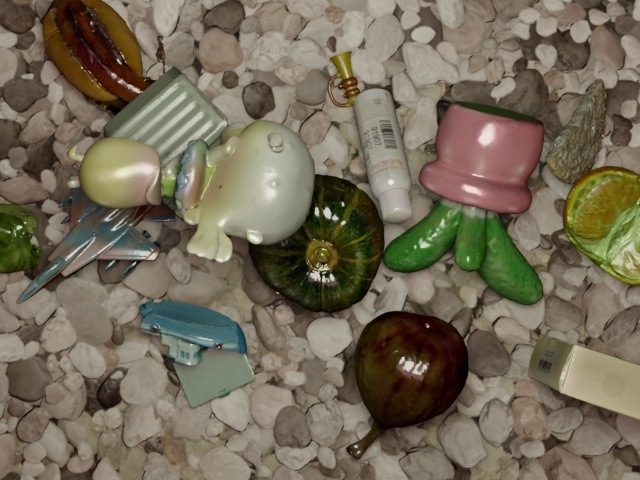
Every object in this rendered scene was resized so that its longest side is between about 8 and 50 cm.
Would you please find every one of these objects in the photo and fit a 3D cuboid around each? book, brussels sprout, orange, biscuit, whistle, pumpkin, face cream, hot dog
[{"bbox_3d":[-0.205,0.255,1.538,0.135,0.017,0.103,-25,85,-2],"label":"book"},{"bbox_3d":[-0.621,-0.001,1.514,0.181,0.100,0.139,8,107,-11],"label":"brussels sprout"},{"bbox_3d":[0.565,-0.032,1.489,0.237,0.158,0.179,36,102,1],"label":"orange"},{"bbox_3d":[0.501,-0.188,1.514,0.250,0.032,0.133,-51,130,-30],"label":"biscuit"},{"bbox_3d":[0.045,-0.312,1.558,0.057,0.046,0.109,-13,93,-16],"label":"whistle"},{"bbox_3d":[0.000,-0.001,1.477,0.261,0.189,0.260,1,112,3],"label":"pumpkin"},{"bbox_3d":[0.121,-0.156,1.483,0.082,0.082,0.268,-10,63,-1],"label":"face cream"},{"bbox_3d":[-0.414,-0.364,1.523,0.326,0.107,0.194,38,87,1],"label":"hot dog"}]

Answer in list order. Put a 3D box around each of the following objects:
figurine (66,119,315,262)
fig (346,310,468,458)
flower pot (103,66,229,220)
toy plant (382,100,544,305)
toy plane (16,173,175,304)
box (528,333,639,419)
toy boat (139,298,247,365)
[{"bbox_3d":[-0.208,-0.080,1.260,0.395,0.226,0.274,8,46,-6],"label":"figurine"},{"bbox_3d":[0.132,0.283,1.482,0.217,0.217,0.320,29,116,1],"label":"fig"},{"bbox_3d":[-0.262,-0.179,1.465,0.190,0.239,0.209,-42,58,-1],"label":"flower pot"},{"bbox_3d":[0.306,-0.069,1.471,0.317,0.210,0.355,12,100,-2],"label":"toy plant"},{"bbox_3d":[-0.443,0.007,1.502,0.326,0.104,0.223,-44,88,-6],"label":"toy plane"},{"bbox_3d":[0.493,0.245,1.447,0.168,0.212,0.095,20,88,1],"label":"box"},{"bbox_3d":[-0.245,0.183,1.512,0.215,0.088,0.102,11,110,3],"label":"toy boat"}]
